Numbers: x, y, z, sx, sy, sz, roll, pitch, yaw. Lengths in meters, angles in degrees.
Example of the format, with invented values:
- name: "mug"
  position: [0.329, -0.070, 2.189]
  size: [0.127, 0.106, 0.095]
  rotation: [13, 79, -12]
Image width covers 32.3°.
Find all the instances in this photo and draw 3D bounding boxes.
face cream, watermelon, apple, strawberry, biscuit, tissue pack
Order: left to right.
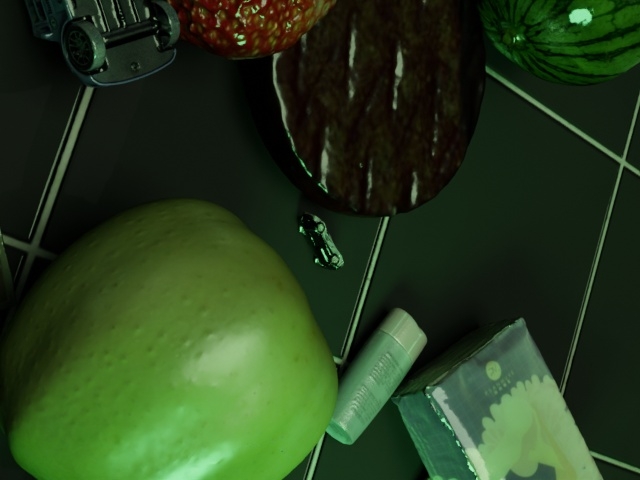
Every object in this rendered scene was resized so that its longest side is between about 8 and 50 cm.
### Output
- name: "apple"
  position: [-0.165, 0.139, 1.177]
  size: [0.357, 0.357, 0.357]
  rotation: [-4, 96, -40]
- name: "strawberry"
  position: [-0.072, -0.378, 1.237]
  size: [0.312, 0.267, 0.351]
  rotation: [2, 94, -20]
- name: "biscuit"
  position: [0.064, -0.232, 1.491]
  size: [0.407, 0.091, 0.407]
  rotation: [-5, 98, -41]
- name: "face cream"
  position: [0.073, 0.190, 1.555]
  size: [0.198, 0.057, 0.084]
  rotation: [-51, 122, -27]
- name: "tissue pack"
  position: [0.273, 0.316, 1.631]
  size: [0.242, 0.125, 0.344]
  rotation: [-31, 95, -39]
- name: "watermelon"
  position: [0.325, -0.350, 1.538]
  size: [0.189, 0.331, 0.331]
  rotation: [-47, 121, -32]

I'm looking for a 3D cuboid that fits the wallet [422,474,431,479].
- name: "wallet"
  position: [0.221, 0.490, 1.694]
  size: [0.275, 0.068, 0.335]
  rotation: [20, 79, -39]

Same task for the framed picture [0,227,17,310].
- name: "framed picture"
  position: [-0.423, -0.027, 1.146]
  size: [0.184, 0.016, 0.250]
  rotation: [-19, 106, -38]

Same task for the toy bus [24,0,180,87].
- name: "toy bus"
  position: [-0.262, -0.310, 1.181]
  size: [0.125, 0.133, 0.292]
  rotation: [-28, 109, -41]

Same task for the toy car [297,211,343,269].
- name: "toy car"
  position: [0.000, 0.000, 1.486]
  size: [0.025, 0.041, 0.093]
  rotation: [-42, 120, -33]
